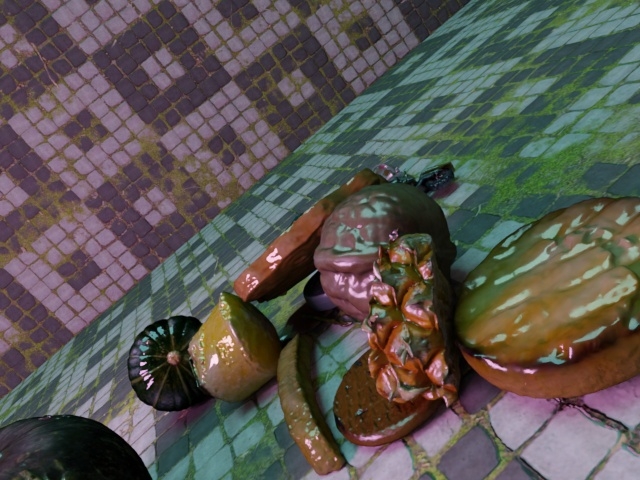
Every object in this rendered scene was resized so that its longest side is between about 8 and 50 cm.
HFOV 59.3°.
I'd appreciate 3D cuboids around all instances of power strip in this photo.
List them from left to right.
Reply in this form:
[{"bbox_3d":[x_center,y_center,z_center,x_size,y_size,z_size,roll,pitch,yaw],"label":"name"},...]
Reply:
[{"bbox_3d":[0.030,0.086,1.267,0.137,0.044,0.216,-27,17,27],"label":"power strip"}]

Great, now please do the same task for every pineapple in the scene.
[{"bbox_3d":[0.139,0.105,0.778,0.115,0.186,0.236,-3,73,27],"label":"pineapple"}]

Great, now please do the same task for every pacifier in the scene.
[{"bbox_3d":[0.177,-0.173,1.604,0.099,0.081,0.078,-49,-8,-29],"label":"pacifier"}]

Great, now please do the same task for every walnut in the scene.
[{"bbox_3d":[0.116,0.025,0.965,0.248,0.248,0.248,-35,18,13],"label":"walnut"}]

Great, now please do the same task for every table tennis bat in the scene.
[{"bbox_3d":[-0.051,0.190,1.247,0.234,0.022,0.131,-41,18,-10],"label":"table tennis bat"}]

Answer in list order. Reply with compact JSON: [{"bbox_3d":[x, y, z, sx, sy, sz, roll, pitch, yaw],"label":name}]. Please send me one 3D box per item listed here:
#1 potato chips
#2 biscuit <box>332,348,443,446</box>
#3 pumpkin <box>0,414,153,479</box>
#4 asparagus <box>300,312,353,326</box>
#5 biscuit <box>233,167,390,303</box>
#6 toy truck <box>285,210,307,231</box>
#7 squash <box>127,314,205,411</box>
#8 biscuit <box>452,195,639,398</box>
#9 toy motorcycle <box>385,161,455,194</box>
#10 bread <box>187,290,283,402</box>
[{"bbox_3d":[-0.033,0.250,0.976,0.057,0.080,0.407,-48,16,7],"label":"potato chips"},{"bbox_3d":[0.107,0.216,0.837,0.212,0.036,0.212,-33,20,14],"label":"biscuit"},{"bbox_3d":[-0.457,0.475,0.830,0.455,0.344,0.454,-20,18,7],"label":"pumpkin"},{"bbox_3d":[0.012,0.165,1.164,0.163,0.016,0.016,2,52,51],"label":"asparagus"},{"bbox_3d":[0.002,0.002,1.192,0.385,0.062,0.365,-42,-11,5],"label":"biscuit"},{"bbox_3d":[0.012,-0.023,1.477,0.253,0.124,0.114,-23,26,46],"label":"toy truck"},{"bbox_3d":[-0.329,0.277,1.278,0.218,0.218,0.172,-44,-14,-13],"label":"squash"},{"bbox_3d":[0.307,0.070,0.697,0.296,0.102,0.296,-35,21,15],"label":"biscuit"},{"bbox_3d":[0.224,-0.140,1.382,0.229,0.094,0.130,-20,24,34],"label":"toy motorcycle"},{"bbox_3d":[-0.172,0.215,1.139,0.170,0.197,0.197,-44,17,4],"label":"bread"}]
